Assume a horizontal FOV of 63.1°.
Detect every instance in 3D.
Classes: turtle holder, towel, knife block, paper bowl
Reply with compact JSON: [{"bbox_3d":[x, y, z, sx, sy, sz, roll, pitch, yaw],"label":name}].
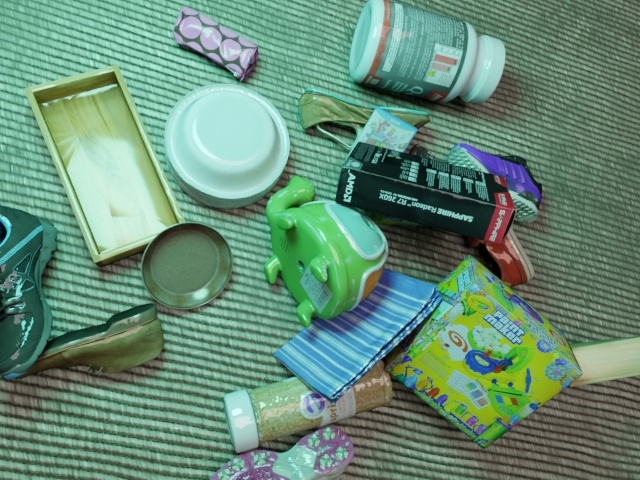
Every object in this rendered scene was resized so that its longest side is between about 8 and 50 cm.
[{"bbox_3d":[0.003,0.019,1.179,0.227,0.320,0.243,-21,126,-32],"label":"turtle holder"},{"bbox_3d":[0.077,0.184,1.143,0.336,0.243,0.040,-39,120,-19],"label":"towel"},{"bbox_3d":[0.619,0.301,1.255,0.242,0.275,0.088,0,76,-45],"label":"knife block"},{"bbox_3d":[-0.212,-0.227,1.201,0.284,0.148,0.284,3,75,-13],"label":"paper bowl"}]

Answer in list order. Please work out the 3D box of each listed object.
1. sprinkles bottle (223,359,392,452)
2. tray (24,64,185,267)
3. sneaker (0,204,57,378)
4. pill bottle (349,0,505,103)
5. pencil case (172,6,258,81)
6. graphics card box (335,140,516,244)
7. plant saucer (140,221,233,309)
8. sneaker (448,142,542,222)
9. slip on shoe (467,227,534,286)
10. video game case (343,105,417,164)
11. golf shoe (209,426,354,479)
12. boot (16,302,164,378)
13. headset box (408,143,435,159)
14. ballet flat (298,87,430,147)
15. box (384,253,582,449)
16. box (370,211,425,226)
[{"bbox_3d":[-0.025,0.347,1.132,0.355,0.121,0.121,-12,81,-17],"label":"sprinkles bottle"},{"bbox_3d":[-0.470,-0.169,1.159,0.203,0.076,0.411,-23,83,-18],"label":"tray"},{"bbox_3d":[-0.600,0.091,0.990,0.125,0.139,0.341,-20,62,13],"label":"sneaker"},{"bbox_3d":[0.273,-0.478,1.351,0.363,0.210,0.210,10,75,-12],"label":"pill bottle"},{"bbox_3d":[-0.258,-0.480,1.279,0.209,0.095,0.098,27,88,-5],"label":"pencil case"},{"bbox_3d":[0.234,-0.117,1.185,0.371,0.233,0.094,16,117,5],"label":"graphics card box"},{"bbox_3d":[-0.292,0.052,1.139,0.198,0.036,0.199,-9,109,-26],"label":"plant saucer"},{"bbox_3d":[0.478,-0.184,1.404,0.293,0.102,0.146,36,67,-9],"label":"sneaker"},{"bbox_3d":[0.420,-0.024,1.341,0.101,0.123,0.331,-29,85,-1],"label":"slip on shoe"},{"bbox_3d":[0.149,-0.234,1.305,0.119,0.015,0.166,25,112,-14],"label":"video game case"},{"bbox_3d":[-0.076,0.494,1.075,0.306,0.140,0.115,-10,42,-16],"label":"golf shoe"},{"bbox_3d":[-0.470,0.233,1.056,0.305,0.112,0.115,-18,103,-13],"label":"boot"},{"bbox_3d":[0.256,-0.203,1.378,0.062,0.032,0.083,32,70,-6],"label":"headset box"},{"bbox_3d":[0.107,-0.294,1.329,0.342,0.116,0.124,8,96,-12],"label":"ballet flat"},{"bbox_3d":[0.346,0.244,1.154,0.290,0.177,0.279,40,113,-4],"label":"box"},{"bbox_3d":[0.206,-0.091,1.335,0.179,0.043,0.105,4,77,-16],"label":"box"}]
